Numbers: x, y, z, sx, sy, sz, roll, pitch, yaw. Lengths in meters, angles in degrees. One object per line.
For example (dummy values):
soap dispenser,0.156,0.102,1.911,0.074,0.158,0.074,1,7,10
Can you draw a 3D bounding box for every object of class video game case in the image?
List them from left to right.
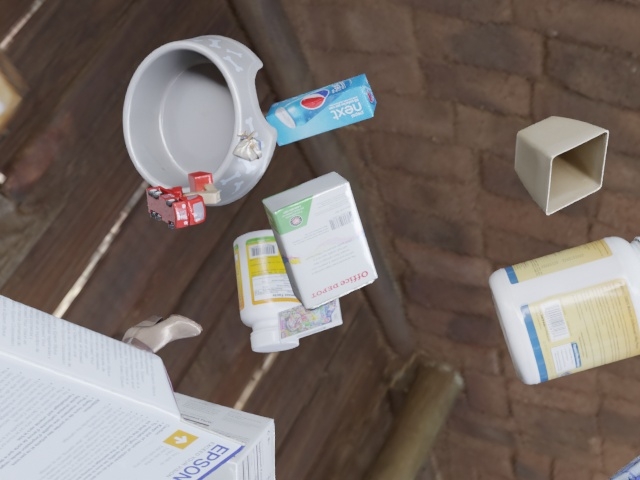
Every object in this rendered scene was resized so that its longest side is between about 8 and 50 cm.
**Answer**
video game case,-0.021,0.146,1.911,0.122,0.087,0.011,-19,123,7

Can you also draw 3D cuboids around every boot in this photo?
boot,-0.248,0.153,1.554,0.119,0.087,0.042,3,128,35

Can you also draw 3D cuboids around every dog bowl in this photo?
dog bowl,-0.252,-0.241,2.038,0.349,0.348,0.102,14,-169,32

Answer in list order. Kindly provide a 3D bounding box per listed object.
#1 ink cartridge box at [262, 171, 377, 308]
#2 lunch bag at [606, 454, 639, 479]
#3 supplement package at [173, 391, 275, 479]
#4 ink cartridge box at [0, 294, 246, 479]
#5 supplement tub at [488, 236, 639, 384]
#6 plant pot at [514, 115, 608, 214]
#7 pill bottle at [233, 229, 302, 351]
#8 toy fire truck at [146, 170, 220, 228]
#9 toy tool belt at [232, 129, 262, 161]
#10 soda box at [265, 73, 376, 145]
ink cartridge box,0.000,0.000,1.913,0.093,0.154,0.212,-137,26,-64
lunch bag,0.463,0.464,1.659,0.115,0.303,0.243,49,120,20
supplement package,-0.227,0.405,1.814,0.262,0.145,0.203,12,118,22
ink cartridge box,-0.292,0.179,0.866,0.330,0.071,0.324,29,124,-37
supplement tub,0.314,0.079,1.208,0.200,0.144,0.144,-17,140,7
plant pot,0.346,-0.122,1.505,0.096,0.109,0.109,44,151,41
pill bottle,-0.110,0.111,2.194,0.137,0.245,0.136,-6,164,-2
toy fire truck,-0.222,-0.071,1.734,0.192,0.135,0.047,25,123,58
toy tool belt,-0.118,-0.161,1.704,0.052,0.051,0.083,21,-174,-5
soda box,0.001,-0.262,2.050,0.210,0.067,0.071,-16,118,19
